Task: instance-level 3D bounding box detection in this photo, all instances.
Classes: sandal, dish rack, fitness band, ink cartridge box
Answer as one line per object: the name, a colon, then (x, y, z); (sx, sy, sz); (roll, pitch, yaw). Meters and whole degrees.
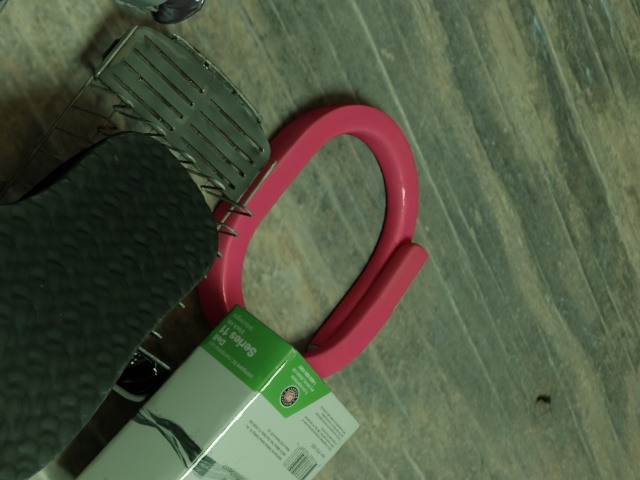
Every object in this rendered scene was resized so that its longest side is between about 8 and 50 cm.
sandal: (-0.200, 0.051, 0.763); (0.167, 0.107, 0.446); (59, 25, -4)
dish rack: (-0.151, -0.030, 0.992); (0.208, 0.074, 0.271); (44, 75, -36)
fitness band: (0.000, 0.000, 1.160); (0.291, 0.054, 0.209); (-53, 122, -26)
ink cartridge box: (-0.086, 0.183, 1.019); (0.208, 0.087, 0.153); (-47, 141, -11)

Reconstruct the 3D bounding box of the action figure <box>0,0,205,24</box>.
action figure: (-0.216, -0.246, 0.922); (0.285, 0.099, 0.185); (9, 95, -38)
